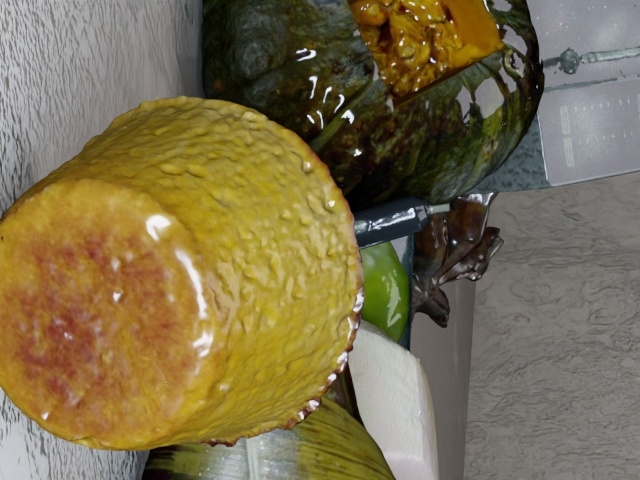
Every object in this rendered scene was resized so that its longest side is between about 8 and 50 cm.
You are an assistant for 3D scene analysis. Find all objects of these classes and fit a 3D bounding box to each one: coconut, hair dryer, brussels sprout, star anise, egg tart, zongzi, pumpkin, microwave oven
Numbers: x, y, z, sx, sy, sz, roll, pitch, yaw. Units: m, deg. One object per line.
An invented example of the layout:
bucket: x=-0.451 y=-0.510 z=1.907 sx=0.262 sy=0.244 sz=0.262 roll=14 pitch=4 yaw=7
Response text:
coconut: x=-0.011 y=0.181 z=1.486 sx=0.224 sy=0.224 sz=0.234 roll=72 pitch=18 yaw=-60
hair dryer: x=0.000 y=0.000 z=1.523 sx=0.124 sy=0.219 sz=0.071 roll=48 pitch=27 yaw=-77
brussels sprout: x=-0.009 y=0.048 z=1.655 sx=0.180 sy=0.144 sz=0.161 roll=51 pitch=-47 yaw=34
star anise: x=0.093 y=0.041 z=2.045 sx=0.088 sy=0.288 sz=0.288 roll=51 pitch=-12 yaw=32
egg tart: x=-0.094 y=0.030 z=1.061 sx=0.171 sy=0.215 sz=0.215 roll=-26 pitch=115 yaw=-64
zongzi: x=0.022 y=0.158 z=1.300 sx=0.134 sy=0.288 sz=0.286 roll=56 pitch=45 yaw=-73
pumpkin: x=0.041 y=-0.170 z=1.600 sx=0.192 sy=0.320 sz=0.320 roll=156 pitch=-63 yaw=-63
microwave oven: x=0.169 y=-0.270 z=1.858 sx=0.236 sy=0.374 sz=0.432 roll=-11 pitch=94 yaw=-37

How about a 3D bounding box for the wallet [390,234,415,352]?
wallet: x=0.020 y=0.154 z=1.865 sx=0.191 sy=0.046 sz=0.379 roll=-4 pitch=95 yaw=-42
